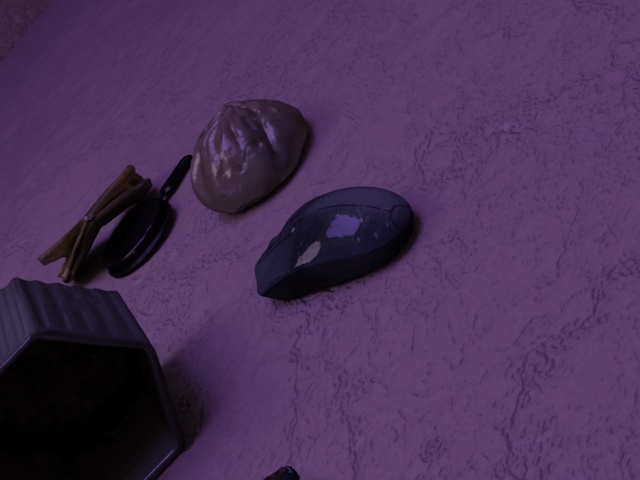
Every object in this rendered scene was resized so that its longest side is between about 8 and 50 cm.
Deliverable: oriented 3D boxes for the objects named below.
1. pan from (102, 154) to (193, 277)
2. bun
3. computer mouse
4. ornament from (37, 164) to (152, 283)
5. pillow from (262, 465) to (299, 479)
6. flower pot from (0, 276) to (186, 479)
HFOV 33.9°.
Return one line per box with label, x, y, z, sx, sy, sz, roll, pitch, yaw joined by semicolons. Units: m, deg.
pan;-0.251;-0.045;1.546;0.136;0.028;0.235;-17;39;46
bun;-0.104;-0.127;1.382;0.183;0.102;0.183;-30;34;23
computer mouse;-0.002;-0.004;1.118;0.229;0.068;0.113;-19;37;40
ornament;-0.332;-0.029;1.552;0.201;0.059;0.180;-50;4;-7
pillow;-0.108;0.313;0.879;0.256;0.034;0.189;-33;30;22
flower pot;-0.277;0.167;1.112;0.189;0.239;0.209;-142;64;-63
